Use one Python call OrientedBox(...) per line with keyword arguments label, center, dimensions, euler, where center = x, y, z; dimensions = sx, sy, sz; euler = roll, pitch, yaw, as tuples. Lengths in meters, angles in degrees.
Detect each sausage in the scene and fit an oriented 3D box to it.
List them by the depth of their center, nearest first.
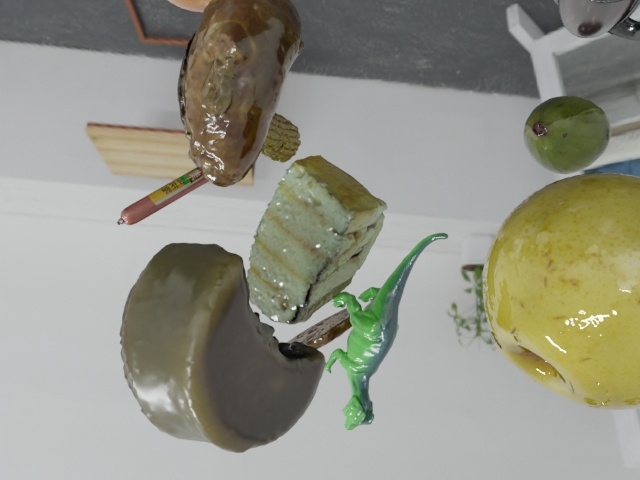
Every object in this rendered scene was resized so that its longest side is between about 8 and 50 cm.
OrientedBox(label="sausage", center=(-0.218, -0.082, 0.954), dimensions=(0.223, 0.029, 0.029), euler=(-36, 175, -28))

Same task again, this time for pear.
OrientedBox(label="pear", center=(0.401, 0.070, 0.873), dimensions=(0.349, 0.347, 0.348), euler=(3, 157, 1))

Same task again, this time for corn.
OrientedBox(label="corn", center=(-0.109, -0.209, 1.172), dimensions=(0.097, 0.096, 0.320), euler=(-3, 178, 14))

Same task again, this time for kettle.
OrientedBox(label="kettle", center=(0.508, -0.432, 1.069), dimensions=(0.202, 0.143, 0.232), euler=(25, -174, 15))

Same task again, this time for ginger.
OrientedBox(label="ginger", center=(-0.127, -0.246, 0.899), dimensions=(0.165, 0.321, 0.172), euler=(9, 160, 23))

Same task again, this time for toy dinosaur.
OrientedBox(label="toy dinosaur", center=(0.177, 0.240, 1.605), dimensions=(0.144, 0.374, 0.500), euler=(16, 138, -34))

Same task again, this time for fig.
OrientedBox(label="fig", center=(0.621, -0.270, 1.577), dimensions=(0.203, 0.202, 0.225), euler=(-20, 172, 43))

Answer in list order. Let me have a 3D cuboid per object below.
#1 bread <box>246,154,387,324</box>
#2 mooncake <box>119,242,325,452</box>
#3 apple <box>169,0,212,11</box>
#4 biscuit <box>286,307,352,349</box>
OrientedBox(label="bread", center=(-0.001, 0.006, 1.537), dimensions=(0.264, 0.239, 0.395), euler=(-14, 136, -53))
OrientedBox(label="mooncake", center=(-0.186, 0.192, 1.193), dimensions=(0.247, 0.393, 0.393), euler=(-2, -174, 30))
OrientedBox(label="apple", center=(-0.235, -0.646, 1.327), dimensions=(0.275, 0.298, 0.299), euler=(8, 161, 23))
OrientedBox(label="biscuit", center=(0.002, 0.286, 1.866), dimensions=(0.273, 0.049, 0.257), euler=(-31, -179, 7))
